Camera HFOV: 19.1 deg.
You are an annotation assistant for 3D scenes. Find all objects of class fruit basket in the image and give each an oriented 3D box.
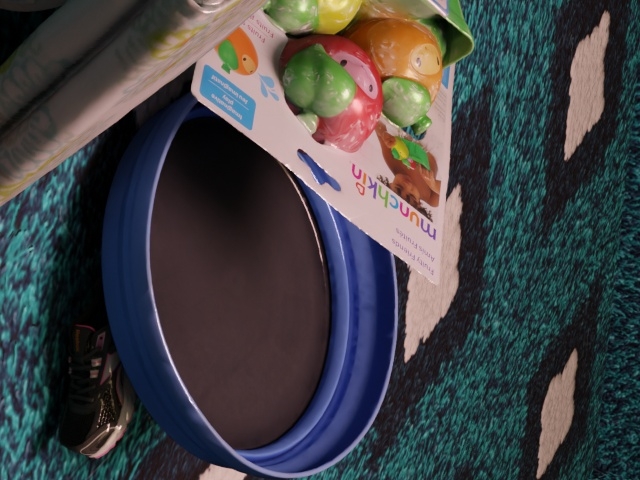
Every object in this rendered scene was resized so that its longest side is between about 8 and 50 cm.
[{"bbox_3d":[0.027,-0.177,1.808,0.327,0.165,0.353,38,36,-29],"label":"fruit basket"}]

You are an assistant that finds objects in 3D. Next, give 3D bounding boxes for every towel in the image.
[{"bbox_3d":[-0.133,-0.171,1.457,0.374,0.090,0.320,-35,-176,40],"label":"towel"}]

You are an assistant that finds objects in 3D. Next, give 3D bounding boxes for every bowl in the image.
[{"bbox_3d":[-0.064,0.037,1.837,0.391,0.077,0.391,18,68,-51],"label":"bowl"}]

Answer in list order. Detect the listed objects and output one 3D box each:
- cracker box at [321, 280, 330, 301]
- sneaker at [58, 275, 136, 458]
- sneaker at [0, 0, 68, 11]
[{"bbox_3d":[0.000,0.000,2.105,0.232,0.067,0.156,-63,179,-27],"label":"cracker box"},{"bbox_3d":[-0.210,0.109,1.754,0.077,0.072,0.178,42,56,-53],"label":"sneaker"},{"bbox_3d":[-0.150,-0.334,1.507,0.150,0.135,0.366,89,26,-44],"label":"sneaker"}]
